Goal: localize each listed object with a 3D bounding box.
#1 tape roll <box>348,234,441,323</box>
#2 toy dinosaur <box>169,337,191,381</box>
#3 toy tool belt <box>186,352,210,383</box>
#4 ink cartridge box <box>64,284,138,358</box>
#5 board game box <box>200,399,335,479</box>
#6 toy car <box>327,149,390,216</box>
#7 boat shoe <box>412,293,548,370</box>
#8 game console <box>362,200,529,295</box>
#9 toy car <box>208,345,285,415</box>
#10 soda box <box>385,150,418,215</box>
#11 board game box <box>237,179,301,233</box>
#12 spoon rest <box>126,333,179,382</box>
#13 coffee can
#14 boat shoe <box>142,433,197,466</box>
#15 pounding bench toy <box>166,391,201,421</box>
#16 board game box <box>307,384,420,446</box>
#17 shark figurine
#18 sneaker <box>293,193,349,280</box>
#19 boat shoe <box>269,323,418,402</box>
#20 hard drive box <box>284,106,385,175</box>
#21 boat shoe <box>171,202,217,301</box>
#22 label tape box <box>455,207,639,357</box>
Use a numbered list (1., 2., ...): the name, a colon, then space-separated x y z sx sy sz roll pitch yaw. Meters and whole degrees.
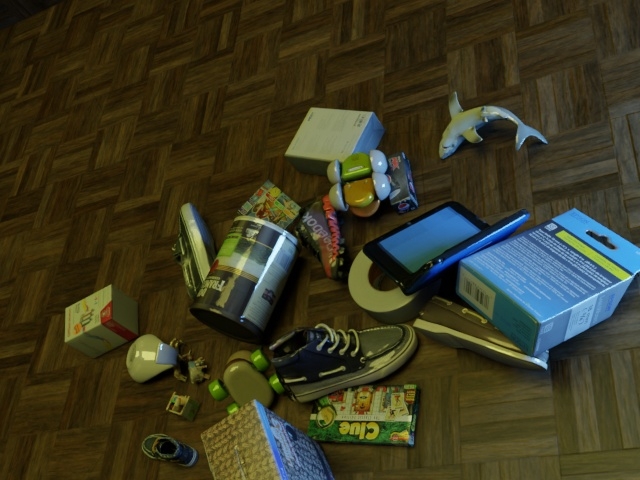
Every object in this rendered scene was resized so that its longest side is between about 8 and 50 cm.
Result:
1. tape roll: 0.180 0.090 1.880 0.219 0.072 0.219 -17 51 22
2. toy dinosaur: -0.413 0.312 2.125 0.093 0.053 0.183 -51 47 -6
3. toy tool belt: -0.325 0.337 2.060 0.051 0.052 0.083 -6 50 -17
4. ink cartridge box: -0.642 0.240 2.273 0.176 0.127 0.128 -27 49 16
5. board game box: -0.086 0.507 1.611 0.141 0.291 0.232 -34 47 8
6. toy car: 0.109 -0.143 2.045 0.159 0.136 0.182 -15 54 15
7. boat shoe: 0.349 0.195 1.670 0.324 0.116 0.097 14 71 45
8. game console: 0.277 -0.018 1.756 0.293 0.250 0.173 -28 76 -20
9. toy car: -0.183 0.334 1.938 0.155 0.149 0.188 -35 18 3
10. soda box: 0.210 -0.153 2.043 0.060 0.053 0.169 -21 50 20
11. board game box: -0.140 -0.077 2.231 0.136 0.035 0.201 -45 46 -2
12. spoon rest: -0.454 0.318 2.097 0.276 0.084 0.137 -16 61 58
13. coffee can: -0.192 0.103 2.025 0.201 0.201 0.275 7 63 36
14. boat shoe: -0.398 0.517 1.950 0.183 0.083 0.065 3 61 35
15. pounding bench toy: -0.364 0.421 1.995 0.065 0.083 0.052 8 64 36
16. board game box: 0.095 0.394 1.754 0.259 0.030 0.136 -7 58 30
17. shark figurine: 0.433 -0.302 1.978 0.278 0.116 0.166 -1 92 42
18. sneaker: 0.000 0.000 2.027 0.135 0.098 0.276 -12 49 3
19. boat shoe: 0.045 0.250 1.775 0.340 0.158 0.127 -26 37 7
20. hard drive box: 0.040 -0.280 2.218 0.232 0.089 0.181 13 67 38
21. boat shoe: -0.376 0.029 2.250 0.119 0.121 0.335 -29 50 8
22. label tape box: 0.493 0.080 1.634 0.333 0.106 0.240 -21 41 -23
